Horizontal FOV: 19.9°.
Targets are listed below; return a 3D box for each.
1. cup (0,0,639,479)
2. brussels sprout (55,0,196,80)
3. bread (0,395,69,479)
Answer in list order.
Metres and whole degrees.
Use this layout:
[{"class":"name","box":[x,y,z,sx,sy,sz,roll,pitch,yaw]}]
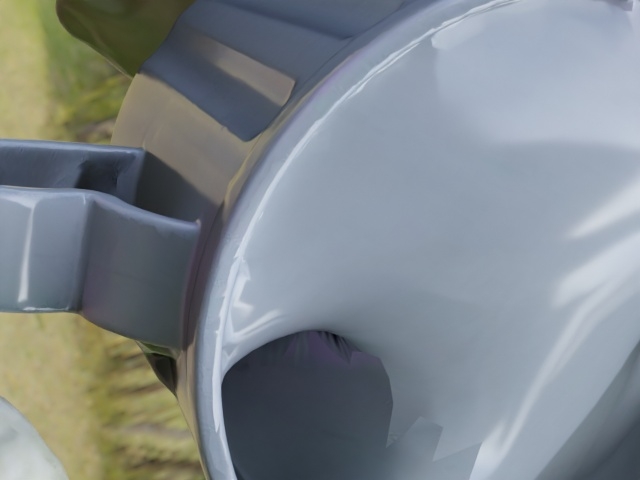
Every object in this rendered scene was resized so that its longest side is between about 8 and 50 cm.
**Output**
[{"class":"cup","box":[0.011,-0.011,0.464,0.221,0.167,0.202,37,1,-20]},{"class":"brussels sprout","box":[0.003,-0.141,0.643,0.271,0.219,0.210,-4,51,-41]},{"class":"bread","box":[-0.121,0.124,0.409,0.182,0.250,0.039,59,34,-16]}]
